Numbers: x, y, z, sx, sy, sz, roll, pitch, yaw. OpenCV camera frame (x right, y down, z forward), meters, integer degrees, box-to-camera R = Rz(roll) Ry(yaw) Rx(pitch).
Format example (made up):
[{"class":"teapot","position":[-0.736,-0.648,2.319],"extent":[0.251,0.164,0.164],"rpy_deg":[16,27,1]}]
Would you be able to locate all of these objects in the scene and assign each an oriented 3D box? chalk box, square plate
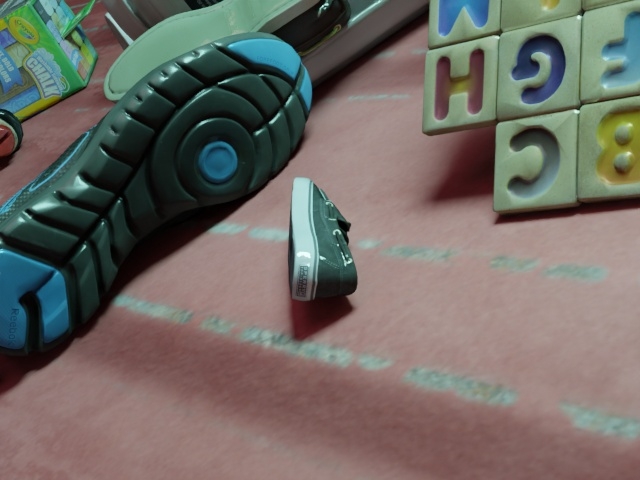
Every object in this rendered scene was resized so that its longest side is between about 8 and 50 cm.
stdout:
[{"class":"chalk box","position":[-0.385,-0.253,1.509],"extent":[0.213,0.132,0.132],"rpy_deg":[-25,25,12]},{"class":"square plate","position":[0.003,-0.239,1.148],"extent":[0.347,0.049,0.344],"rpy_deg":[-35,25,-8]}]

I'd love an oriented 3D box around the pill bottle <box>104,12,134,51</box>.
[{"class":"pill bottle","position":[-0.155,-0.279,1.326],"extent":[0.180,0.108,0.108],"rpy_deg":[-36,26,-8]}]

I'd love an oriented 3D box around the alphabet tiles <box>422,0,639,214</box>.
[{"class":"alphabet tiles","position":[0.179,-0.190,0.655],"extent":[0.285,0.011,0.343],"rpy_deg":[-5,77,42]}]

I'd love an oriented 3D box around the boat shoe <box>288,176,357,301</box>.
[{"class":"boat shoe","position":[0.000,0.000,0.735],"extent":[0.040,0.049,0.142],"rpy_deg":[4,26,-4]}]

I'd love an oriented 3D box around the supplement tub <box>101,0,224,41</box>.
[{"class":"supplement tub","position":[-0.064,-0.297,1.046],"extent":[0.272,0.191,0.191],"rpy_deg":[-19,28,25]}]

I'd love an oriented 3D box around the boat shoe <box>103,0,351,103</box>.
[{"class":"boat shoe","position":[-0.082,-0.165,0.984],"extent":[0.227,0.068,0.081],"rpy_deg":[-24,54,18]}]

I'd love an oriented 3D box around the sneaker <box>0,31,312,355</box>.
[{"class":"sneaker","position":[-0.158,-0.055,0.908],"extent":[0.341,0.125,0.139],"rpy_deg":[-39,24,-18]}]

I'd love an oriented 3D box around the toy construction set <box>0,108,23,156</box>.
[{"class":"toy construction set","position":[-0.519,-0.126,1.302],"extent":[0.257,0.237,0.309],"rpy_deg":[-24,27,16]}]
